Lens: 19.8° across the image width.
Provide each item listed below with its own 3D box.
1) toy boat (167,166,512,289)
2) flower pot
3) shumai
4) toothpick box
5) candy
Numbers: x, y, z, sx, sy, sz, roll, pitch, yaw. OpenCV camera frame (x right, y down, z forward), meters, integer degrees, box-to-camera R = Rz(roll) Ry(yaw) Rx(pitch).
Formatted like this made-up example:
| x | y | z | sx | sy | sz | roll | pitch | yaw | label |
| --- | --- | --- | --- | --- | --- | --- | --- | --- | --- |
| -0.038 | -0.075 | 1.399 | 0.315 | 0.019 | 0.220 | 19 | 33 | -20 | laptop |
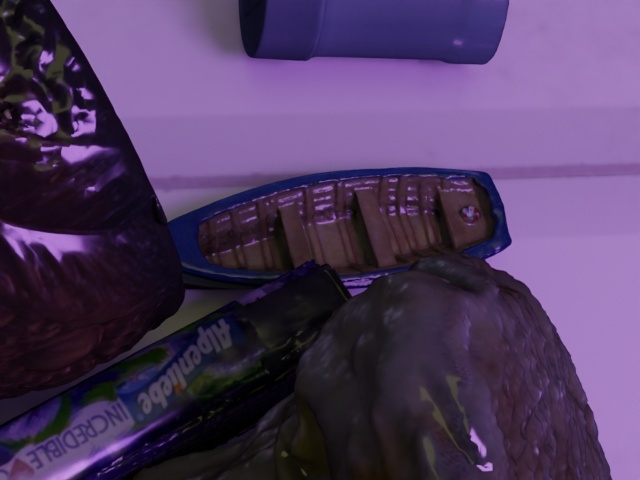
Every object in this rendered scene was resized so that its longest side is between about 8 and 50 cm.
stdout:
| x | y | z | sx | sy | sz | roll | pitch | yaw | label |
| --- | --- | --- | --- | --- | --- | --- | --- | --- | --- |
| 0.000 | 0.000 | 1.095 | 0.229 | 0.046 | 0.080 | -9 | 65 | -16 | toy boat |
| -0.246 | -0.010 | 0.936 | 0.267 | 0.266 | 0.266 | -30 | 72 | -15 | flower pot |
| 0.014 | 0.177 | 0.944 | 0.263 | 0.304 | 0.309 | -13 | 77 | 17 | shumai |
| 0.031 | -0.162 | 1.158 | 0.153 | 0.101 | 0.101 | 0 | 62 | -14 | toothpick box |
| -0.118 | 0.108 | 0.986 | 0.312 | 0.088 | 0.061 | -27 | 73 | -24 | candy |
